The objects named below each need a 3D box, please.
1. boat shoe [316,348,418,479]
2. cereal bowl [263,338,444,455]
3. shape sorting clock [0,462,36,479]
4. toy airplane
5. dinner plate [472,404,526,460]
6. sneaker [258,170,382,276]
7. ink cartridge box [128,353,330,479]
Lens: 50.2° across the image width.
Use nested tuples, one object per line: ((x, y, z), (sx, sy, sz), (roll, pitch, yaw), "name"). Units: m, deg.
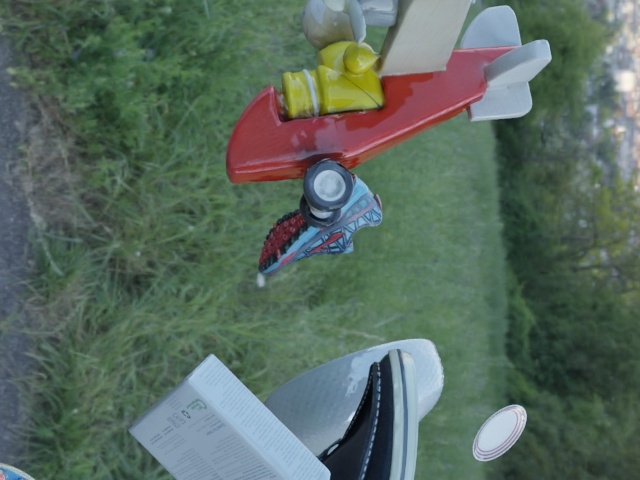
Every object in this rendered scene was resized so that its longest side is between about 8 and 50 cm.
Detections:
((0.018, 0.379, 0.950), (0.187, 0.156, 0.500), (-81, -171, -77), "boat shoe")
((0.076, 0.311, 1.256), (0.339, 0.339, 0.141), (23, 43, -60), "cereal bowl")
((-0.522, 0.434, 1.072), (0.040, 0.206, 0.206), (-103, -174, -74), "shape sorting clock")
((0.086, -0.218, 0.879), (0.384, 0.386, 0.272), (-22, 80, -52), "toy airplane")
((0.363, 0.390, 1.397), (0.141, 0.017, 0.141), (-15, 124, -23), "dinner plate")
((0.000, 0.000, 1.200), (0.125, 0.262, 0.104), (37, 33, -26), "sneaker")
((-0.084, 0.238, 0.706), (0.224, 0.223, 0.045), (48, 51, -1), "ink cartridge box")
